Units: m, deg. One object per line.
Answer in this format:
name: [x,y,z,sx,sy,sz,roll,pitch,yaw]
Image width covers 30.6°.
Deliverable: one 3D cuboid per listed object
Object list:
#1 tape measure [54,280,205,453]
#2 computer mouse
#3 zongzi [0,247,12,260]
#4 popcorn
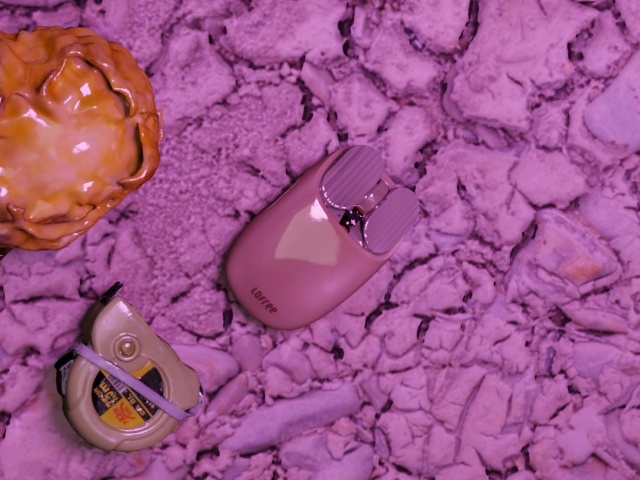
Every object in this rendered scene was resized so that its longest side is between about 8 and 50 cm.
tape measure: [-0.222,0.163,1.335,0.154,0.087,0.177,-46,106,-13]
computer mouse: [0.000,0.000,1.354,0.236,0.082,0.145,-41,103,-1]
zongzi: [-0.399,-0.007,1.296,0.109,0.055,0.119,46,77,-12]
popcorn: [-0.290,-0.115,1.228,0.250,0.190,0.250,-1,93,-12]
